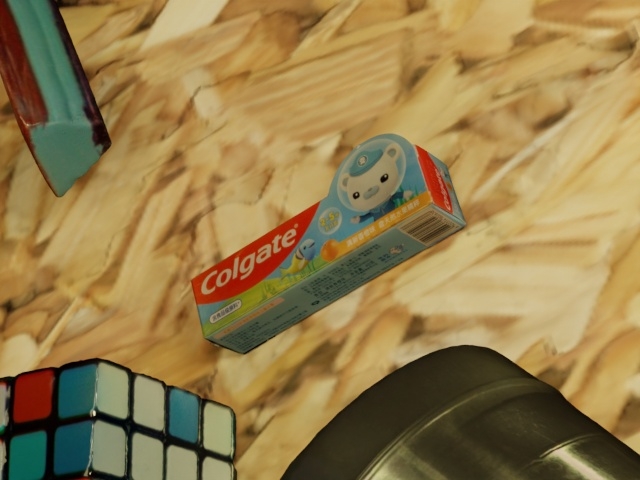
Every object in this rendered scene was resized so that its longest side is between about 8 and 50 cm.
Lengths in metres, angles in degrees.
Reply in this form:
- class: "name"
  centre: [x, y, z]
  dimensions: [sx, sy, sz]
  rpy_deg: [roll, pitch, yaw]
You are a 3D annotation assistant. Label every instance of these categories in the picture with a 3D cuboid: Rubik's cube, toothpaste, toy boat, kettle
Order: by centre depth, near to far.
- class: "kettle"
  centre: [0.130, 0.265, 0.908]
  dimensions: [0.324, 0.228, 0.321]
  rpy_deg: [35, 121, 35]
- class: "Rubik's cube"
  centre: [-0.157, 0.177, 1.170]
  dimensions: [0.151, 0.154, 0.155]
  rpy_deg: [-13, 67, 32]
- class: "toothpaste"
  centre: [0.000, 0.000, 1.191]
  dimensions: [0.193, 0.044, 0.070]
  rpy_deg: [-31, 56, 24]
- class: "toy boat"
  centre: [-0.254, -0.196, 1.416]
  dimensions: [0.079, 0.136, 0.392]
  rpy_deg: [-23, 52, -5]
